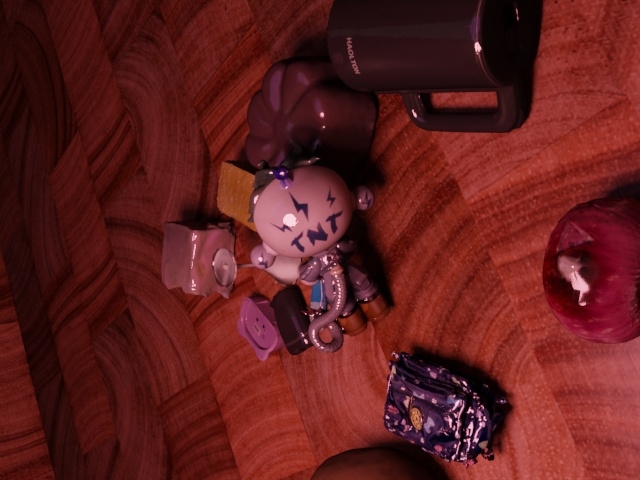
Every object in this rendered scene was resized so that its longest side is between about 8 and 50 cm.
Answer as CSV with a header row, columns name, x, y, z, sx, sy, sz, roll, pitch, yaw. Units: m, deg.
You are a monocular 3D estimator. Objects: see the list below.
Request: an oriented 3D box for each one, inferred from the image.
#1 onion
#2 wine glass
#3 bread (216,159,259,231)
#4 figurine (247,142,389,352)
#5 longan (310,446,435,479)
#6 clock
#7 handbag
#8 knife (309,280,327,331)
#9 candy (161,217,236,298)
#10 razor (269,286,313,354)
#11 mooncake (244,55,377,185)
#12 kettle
name,x,y,z,sx,sy,sz,roll,pitch,yaw
onion,0.400,0.042,1.021,0.200,0.201,0.207,47,132,35
wine glass,-0.144,0.054,1.628,0.122,0.183,0.122,5,97,47
bread,-0.150,-0.101,1.679,0.196,0.102,0.138,28,117,40
figurine,0.002,-0.003,1.377,0.186,0.261,0.381,26,150,59
longan,0.103,0.535,1.336,0.297,0.297,0.297,7,99,48
clock,-0.137,0.211,1.735,0.152,0.050,0.110,46,126,36
handbag,0.210,0.301,1.310,0.260,0.113,0.161,16,99,54
knife,0.003,0.052,1.582,0.044,0.026,0.296,12,101,44
candy,-0.314,0.039,1.853,0.185,0.137,0.195,14,102,47
razor,-0.062,0.183,1.645,0.090,0.054,0.148,-37,68,40
mooncake,-0.028,-0.234,1.493,0.306,0.154,0.305,11,105,46
kettle,0.185,-0.318,1.209,0.308,0.203,0.262,14,103,44
